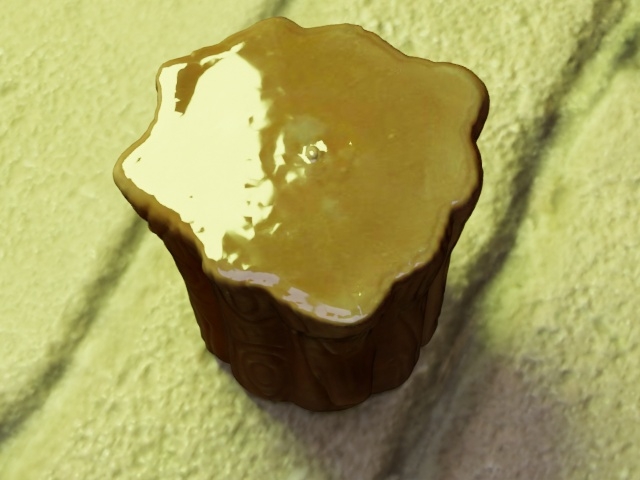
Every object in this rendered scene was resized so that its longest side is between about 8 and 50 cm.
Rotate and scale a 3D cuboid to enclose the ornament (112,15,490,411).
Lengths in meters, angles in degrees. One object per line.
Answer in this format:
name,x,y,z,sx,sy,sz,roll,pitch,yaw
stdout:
ornament,0.000,0.000,1.015,0.235,0.217,0.221,-18,64,-7
